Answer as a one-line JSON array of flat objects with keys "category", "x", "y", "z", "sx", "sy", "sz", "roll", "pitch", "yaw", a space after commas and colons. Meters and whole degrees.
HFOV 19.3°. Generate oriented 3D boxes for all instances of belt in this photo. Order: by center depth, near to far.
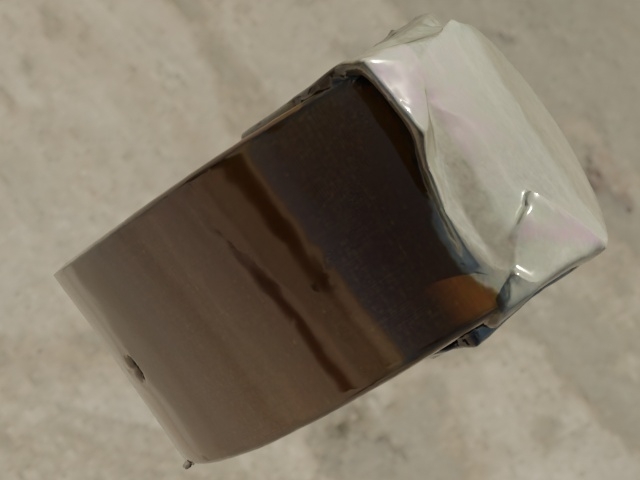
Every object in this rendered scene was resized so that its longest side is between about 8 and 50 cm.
[{"category": "belt", "x": 0.000, "y": 0.000, "z": 0.853, "sx": 0.122, "sy": 0.217, "sz": 0.339, "roll": 56, "pitch": -9, "yaw": -3}]
